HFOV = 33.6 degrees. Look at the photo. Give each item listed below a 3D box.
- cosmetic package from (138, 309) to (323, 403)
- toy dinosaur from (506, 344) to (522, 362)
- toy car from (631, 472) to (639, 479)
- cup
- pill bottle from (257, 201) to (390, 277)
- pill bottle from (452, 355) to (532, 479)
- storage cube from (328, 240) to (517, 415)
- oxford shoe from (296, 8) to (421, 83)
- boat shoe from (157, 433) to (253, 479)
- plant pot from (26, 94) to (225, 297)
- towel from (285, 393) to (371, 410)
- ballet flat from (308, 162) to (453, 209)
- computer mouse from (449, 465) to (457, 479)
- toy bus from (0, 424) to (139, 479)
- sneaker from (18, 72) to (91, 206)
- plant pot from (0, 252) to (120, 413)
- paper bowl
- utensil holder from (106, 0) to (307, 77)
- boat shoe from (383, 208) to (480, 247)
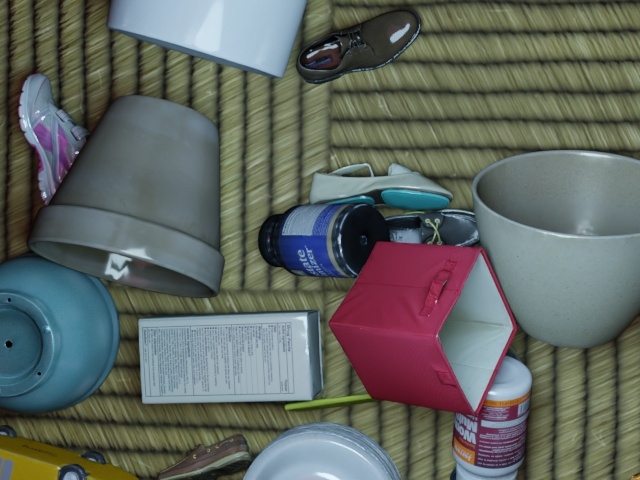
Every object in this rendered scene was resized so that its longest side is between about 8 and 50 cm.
[{"bbox_3d":[-0.151,0.198,1.826,0.296,0.129,0.153,-1,90,10],"label":"cosmetic package"},{"bbox_3d":[0.255,0.097,1.778,0.268,0.064,0.118,36,73,-7],"label":"toy dinosaur"},{"bbox_3d":[0.544,0.363,1.757,0.060,0.040,0.122,-6,91,10],"label":"toy car"},{"bbox_3d":[0.400,0.026,1.663,0.331,0.331,0.237,3,117,9],"label":"cup"},{"bbox_3d":[0.000,0.000,1.756,0.219,0.122,0.123,-1,92,48],"label":"pill bottle"},{"bbox_3d":[0.277,0.306,1.730,0.121,0.121,0.221,5,116,9],"label":"pill bottle"},{"bbox_3d":[0.160,0.133,1.625,0.193,0.215,0.184,4,48,36],"label":"storage cube"},{"bbox_3d":[0.065,-0.328,1.794,0.227,0.096,0.083,-25,85,8],"label":"oxford shoe"},{"bbox_3d":[-0.207,0.393,1.880,0.178,0.064,0.060,-20,57,8],"label":"boat shoe"},{"bbox_3d":[-0.296,-0.080,1.776,0.323,0.323,0.280,10,77,9],"label":"plant pot"},{"bbox_3d":[0.064,0.266,1.806,0.237,0.102,0.021,-10,76,10],"label":"towel"},{"bbox_3d":[0.101,-0.095,1.806,0.248,0.086,0.086,-2,91,11],"label":"ballet flat"},{"bbox_3d":[0.294,0.492,1.803,0.071,0.041,0.242,-36,85,9],"label":"computer mouse"},{"bbox_3d":[-0.493,0.435,1.900,0.332,0.108,0.130,14,95,8],"label":"toy bus"},{"bbox_3d":[-0.456,-0.179,1.889,0.111,0.103,0.252,-15,95,6],"label":"sneaker"},{"bbox_3d":[-0.514,0.170,1.839,0.293,0.196,0.293,0,91,4],"label":"plant pot"},{"bbox_3d":[-0.002,0.461,1.799,0.284,0.148,0.284,0,93,9],"label":"paper bowl"},{"bbox_3d":[-0.153,-0.488,1.712,0.327,0.327,0.385,17,95,9],"label":"utensil holder"},{"bbox_3d":[0.171,-0.009,1.796,0.227,0.068,0.081,-5,91,10],"label":"boat shoe"}]
